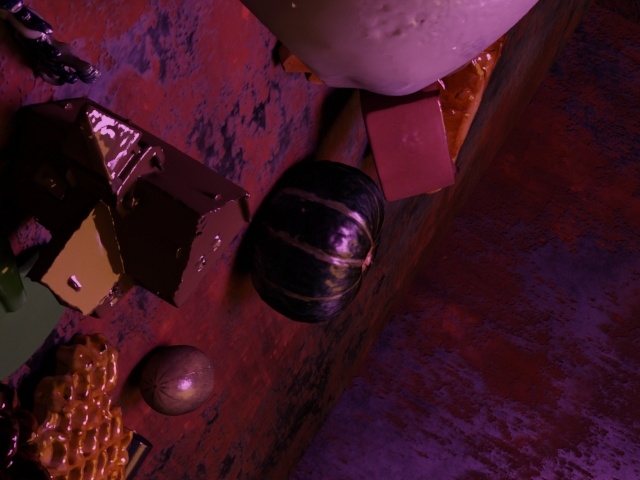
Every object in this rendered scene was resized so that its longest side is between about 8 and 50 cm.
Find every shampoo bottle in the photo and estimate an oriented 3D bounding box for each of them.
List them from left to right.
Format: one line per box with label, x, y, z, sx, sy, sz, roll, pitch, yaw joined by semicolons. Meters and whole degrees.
shampoo bottle;0.051;-0.292;0.958;0.317;0.322;0.322;-54;169;12

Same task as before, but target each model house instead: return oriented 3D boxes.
model house;-0.180;-0.039;0.953;0.176;0.180;0.248;-56;167;-16

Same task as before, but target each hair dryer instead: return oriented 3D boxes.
hair dryer;-0.302;0.298;1.572;0.100;0.057;0.197;-59;159;-5

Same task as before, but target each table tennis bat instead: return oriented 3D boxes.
table tennis bat;-0.289;0.059;1.096;0.160;0.039;0.257;-54;171;-21

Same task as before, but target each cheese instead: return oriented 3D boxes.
cheese;0.130;-0.179;1.725;0.177;0.128;0.203;51;27;-80

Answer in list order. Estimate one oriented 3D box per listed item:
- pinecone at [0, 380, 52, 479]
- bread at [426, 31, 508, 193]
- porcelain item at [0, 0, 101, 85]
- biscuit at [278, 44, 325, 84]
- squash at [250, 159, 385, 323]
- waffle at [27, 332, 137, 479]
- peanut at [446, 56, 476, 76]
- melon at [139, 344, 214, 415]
pinecone;-0.322;0.176;0.873;0.221;0.221;0.221;-55;167;-20
bread;0.205;-0.253;2.038;0.195;0.148;0.344;-62;173;-52
porcelain item;-0.199;-0.142;0.889;0.021;0.075;0.136;-58;167;-12
biscuit;0.057;-0.236;1.457;0.225;0.036;0.166;2;160;-38
squash;0.000;0.000;1.771;0.252;0.165;0.252;20;90;-79
waffle;-0.274;0.240;1.337;0.253;0.056;0.249;70;31;-58
peanut;0.144;-0.319;1.570;0.387;0.192;0.170;92;-4;-76
melon;-0.197;0.193;1.604;0.098;0.098;0.130;-62;170;10
